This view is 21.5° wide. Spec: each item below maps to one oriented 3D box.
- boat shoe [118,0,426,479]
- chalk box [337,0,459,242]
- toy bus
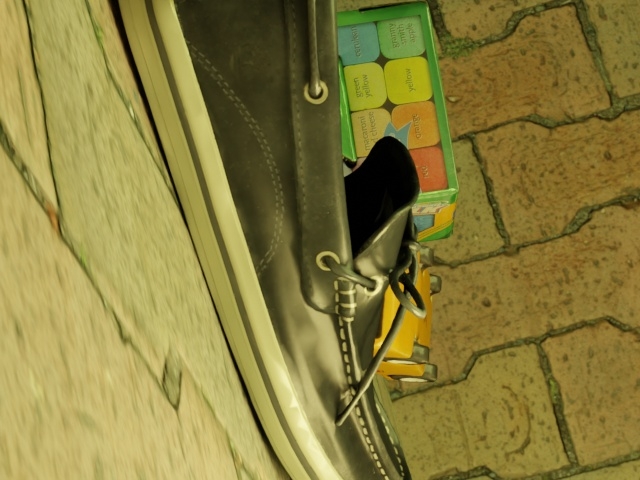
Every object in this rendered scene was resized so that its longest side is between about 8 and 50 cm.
[{"bbox_3d":[0.000,0.000,1.174,0.187,0.156,0.500,-104,177,-63],"label":"boat shoe"},{"bbox_3d":[0.025,-0.099,1.516,0.289,0.179,0.180,80,2,-81],"label":"chalk box"},{"bbox_3d":[0.044,0.068,1.603,0.333,0.130,0.108,57,36,-79],"label":"toy bus"}]
